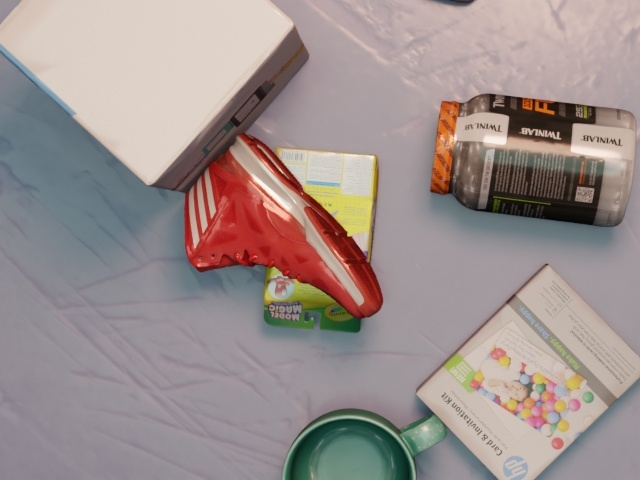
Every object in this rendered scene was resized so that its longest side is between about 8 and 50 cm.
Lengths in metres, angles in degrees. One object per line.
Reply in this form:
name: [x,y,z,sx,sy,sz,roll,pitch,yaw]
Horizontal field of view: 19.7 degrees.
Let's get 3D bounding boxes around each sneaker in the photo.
sneaker: [-0.046,0.014,1.799,0.128,0.087,0.221,-42,75,12]

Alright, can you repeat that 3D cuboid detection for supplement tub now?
supplement tub: [0.206,-0.080,1.795,0.190,0.117,0.117,7,91,3]

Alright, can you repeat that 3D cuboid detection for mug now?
mug: [0.043,0.231,1.820,0.157,0.097,0.129,3,91,3]

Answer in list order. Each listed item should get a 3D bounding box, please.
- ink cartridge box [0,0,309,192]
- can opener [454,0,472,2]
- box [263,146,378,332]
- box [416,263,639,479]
ink cartridge box: [-0.150,-0.181,1.739,0.198,0.270,0.197,42,92,2]
can opener: [0.057,-0.319,1.772,0.283,0.076,0.095,27,106,-25]
box: [0.000,0.000,1.847,0.105,0.043,0.179,6,89,4]
box: [0.210,0.138,1.839,0.186,0.038,0.145,-44,88,4]
